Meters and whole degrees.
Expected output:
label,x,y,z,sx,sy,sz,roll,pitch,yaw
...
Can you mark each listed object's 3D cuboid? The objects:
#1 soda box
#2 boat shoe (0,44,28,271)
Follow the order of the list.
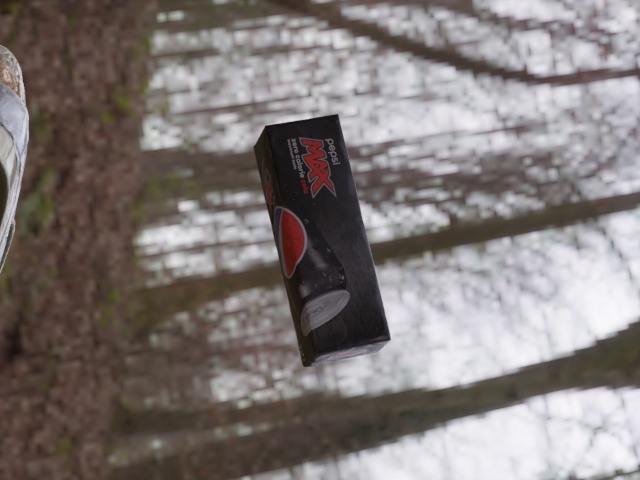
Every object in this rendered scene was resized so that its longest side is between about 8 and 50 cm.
label,x,y,z,sx,sy,sz,roll,pitch,yaw
soda box,0.000,0.000,1.306,0.053,0.060,0.169,128,-50,-72
boat shoe,-0.245,0.006,1.156,0.302,0.113,0.103,-54,-165,41
